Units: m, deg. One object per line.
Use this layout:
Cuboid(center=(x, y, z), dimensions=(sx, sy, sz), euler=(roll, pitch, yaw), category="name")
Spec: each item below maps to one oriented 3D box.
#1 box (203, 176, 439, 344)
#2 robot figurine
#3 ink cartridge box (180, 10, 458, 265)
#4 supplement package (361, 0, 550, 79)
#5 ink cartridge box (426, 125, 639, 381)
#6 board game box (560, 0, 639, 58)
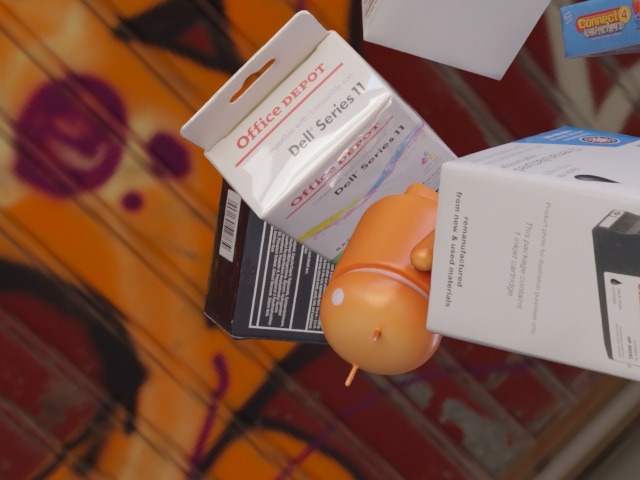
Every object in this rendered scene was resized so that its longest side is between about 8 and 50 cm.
Cuboid(center=(0.000, 0.000, 2.173), dimensions=(0.294, 0.296, 0.183), euler=(7, 7, -20), category="box")
Cuboid(center=(0.077, 0.041, 1.417), dimensions=(0.158, 0.219, 0.128), euler=(-6, -50, 34), category="robot figurine")
Cuboid(center=(0.010, -0.104, 1.657), dimensions=(0.119, 0.207, 0.353), euler=(49, 8, 25), category="ink cartridge box")
Cuboid(center=(0.175, -0.384, 1.839), dimensions=(0.199, 0.198, 0.263), euler=(14, 46, -16), category="supplement package")
Cuboid(center=(0.336, 0.018, 1.277), dimensions=(0.395, 0.166, 0.285), euler=(12, 17, 30), category="ink cartridge box")
Cuboid(center=(0.600, -0.363, 2.303), dimensions=(0.308, 0.302, 0.086), euler=(-3, -85, 57), category="board game box")
